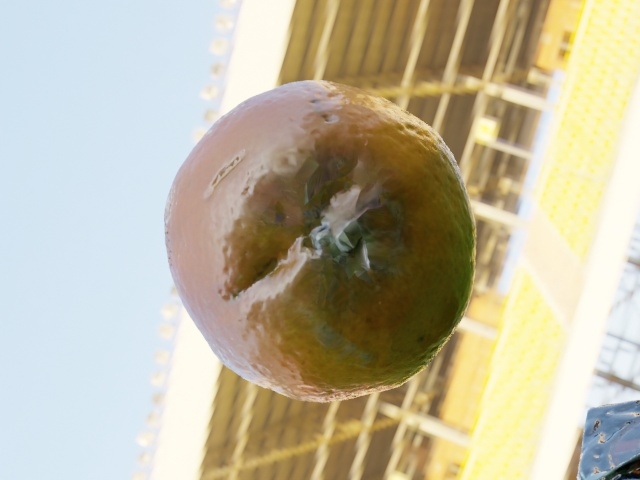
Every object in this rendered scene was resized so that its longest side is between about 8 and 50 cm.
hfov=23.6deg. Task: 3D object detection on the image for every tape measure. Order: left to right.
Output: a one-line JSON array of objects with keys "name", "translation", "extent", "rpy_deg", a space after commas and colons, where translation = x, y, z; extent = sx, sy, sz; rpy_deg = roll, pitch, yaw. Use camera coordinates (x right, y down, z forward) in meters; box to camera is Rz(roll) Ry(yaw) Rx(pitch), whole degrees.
[{"name": "tape measure", "translation": [0.286, 0.184, 1.172], "extent": [0.107, 0.182, 0.181], "rpy_deg": [66, -151, -17]}]

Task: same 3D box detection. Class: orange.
[{"name": "orange", "translation": [0.000, 0.000, 1.051], "extent": [0.170, 0.224, 0.224], "rpy_deg": [130, 162, -84]}]
